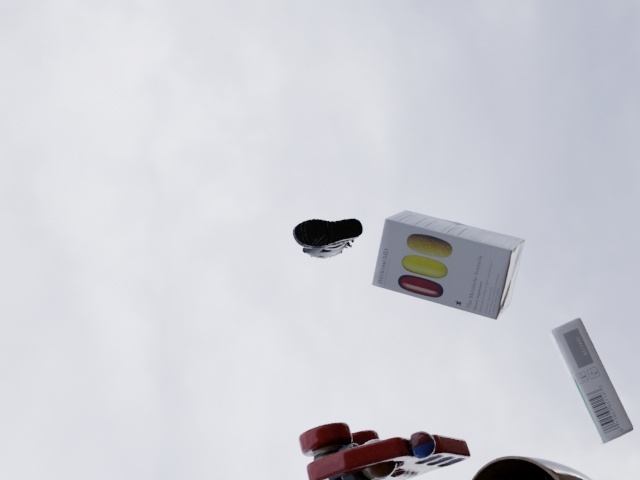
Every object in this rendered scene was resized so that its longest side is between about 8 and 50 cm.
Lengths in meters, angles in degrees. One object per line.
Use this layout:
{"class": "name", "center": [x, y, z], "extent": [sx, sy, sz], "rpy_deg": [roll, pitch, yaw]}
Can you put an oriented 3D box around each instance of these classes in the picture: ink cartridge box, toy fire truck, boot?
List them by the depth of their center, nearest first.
{"class": "boot", "center": [0.000, 0.000, 1.651], "extent": [0.121, 0.099, 0.045], "rpy_deg": [-8, -104, -26]}
{"class": "ink cartridge box", "center": [0.409, 0.222, 1.653], "extent": [0.056, 0.181, 0.224], "rpy_deg": [-24, -15, 3]}
{"class": "toy fire truck", "center": [0.119, 0.411, 2.000], "extent": [0.302, 0.254, 0.169], "rpy_deg": [28, -140, -57]}

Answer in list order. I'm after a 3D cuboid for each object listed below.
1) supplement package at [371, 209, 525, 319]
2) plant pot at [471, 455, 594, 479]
{"class": "supplement package", "center": [0.239, 0.042, 2.014], "extent": [0.134, 0.244, 0.139], "rpy_deg": [-23, -55, -67]}
{"class": "plant pot", "center": [0.401, 0.472, 1.870], "extent": [0.230, 0.215, 0.215], "rpy_deg": [5, -81, -49]}
